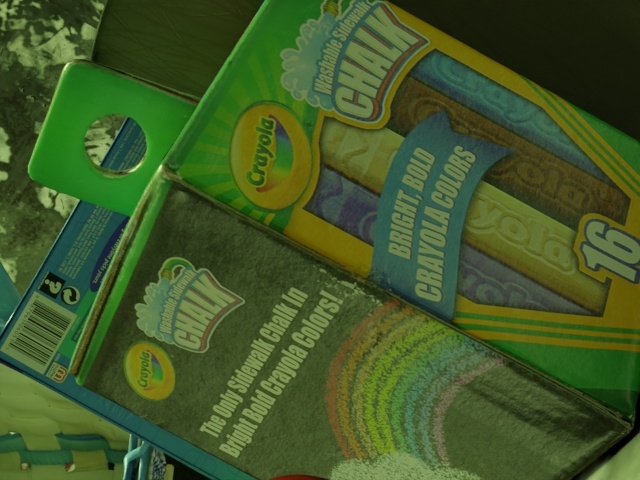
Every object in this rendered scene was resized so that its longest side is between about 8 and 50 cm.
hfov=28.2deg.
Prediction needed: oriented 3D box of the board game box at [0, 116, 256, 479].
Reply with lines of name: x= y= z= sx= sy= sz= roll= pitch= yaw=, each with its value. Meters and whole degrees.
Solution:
board game box: x=-0.030 y=0.038 z=0.629 sx=0.160 sy=0.210 sz=0.047 roll=-60 pitch=4 yaw=-3

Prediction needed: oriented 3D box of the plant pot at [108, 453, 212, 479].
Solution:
plant pot: x=-0.068 y=0.120 z=0.948 sx=0.187 sy=0.188 sz=0.167 roll=-71 pitch=-1 yaw=-73

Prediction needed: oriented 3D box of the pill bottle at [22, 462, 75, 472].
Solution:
pill bottle: x=-0.203 y=0.287 z=1.031 sx=0.224 sy=0.224 sz=0.392 roll=-60 pitch=4 yaw=2

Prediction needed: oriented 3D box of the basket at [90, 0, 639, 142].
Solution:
basket: x=0.047 y=-0.104 z=0.550 sx=0.204 sy=0.227 sz=0.154 roll=-60 pitch=3 yaw=22

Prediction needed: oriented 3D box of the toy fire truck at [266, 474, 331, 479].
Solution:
toy fire truck: x=0.018 y=0.077 z=0.247 sx=0.246 sy=0.158 sz=0.217 roll=-39 pitch=10 yaw=-20

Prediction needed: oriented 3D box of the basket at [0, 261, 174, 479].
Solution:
basket: x=-0.195 y=0.132 z=0.695 sx=0.289 sy=0.201 sz=0.255 roll=66 pitch=-155 yaw=-53

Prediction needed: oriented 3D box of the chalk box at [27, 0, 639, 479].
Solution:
chalk box: x=0.000 y=0.000 z=0.465 sx=0.132 sy=0.213 sz=0.132 roll=-57 pitch=5 yaw=47
